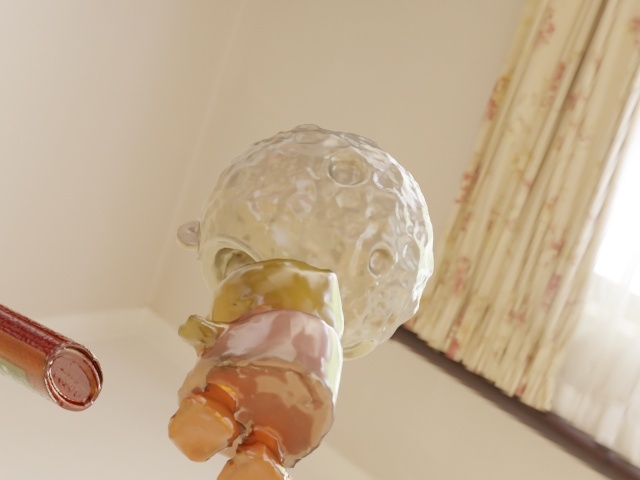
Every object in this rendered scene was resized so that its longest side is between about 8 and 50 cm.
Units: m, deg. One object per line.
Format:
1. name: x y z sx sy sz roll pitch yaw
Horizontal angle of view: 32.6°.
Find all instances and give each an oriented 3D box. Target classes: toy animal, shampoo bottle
1. toy animal: -0.054 0.111 1.093 0.195 0.169 0.281 51 -163 -21
2. shampoo bottle: -0.415 0.122 1.396 0.314 0.076 0.118 20 158 32

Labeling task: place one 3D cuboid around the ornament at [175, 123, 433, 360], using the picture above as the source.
1. ornament: 0.000 0.000 1.534 0.337 0.337 0.337 18 -163 -6
